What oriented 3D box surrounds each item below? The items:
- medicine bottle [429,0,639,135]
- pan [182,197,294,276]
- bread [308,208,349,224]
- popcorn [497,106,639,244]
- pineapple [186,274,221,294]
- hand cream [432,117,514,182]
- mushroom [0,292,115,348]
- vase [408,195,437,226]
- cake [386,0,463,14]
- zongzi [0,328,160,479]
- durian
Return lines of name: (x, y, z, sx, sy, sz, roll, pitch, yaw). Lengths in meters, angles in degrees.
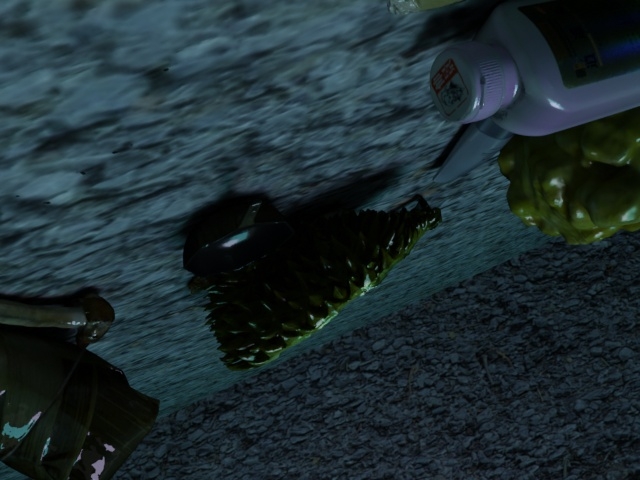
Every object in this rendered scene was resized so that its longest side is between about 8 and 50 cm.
medicine bottle: (0.200, -0.155, 0.520, 0.219, 0.115, 0.078, -18, 165, -22)
pan: (-0.079, -0.022, 0.663, 0.128, 0.048, 0.202, -14, 163, -41)
bread: (0.000, 0.000, 0.880, 0.126, 0.044, 0.129, 10, 144, -44)
popcorn: (0.361, -0.109, 0.728, 0.242, 0.234, 0.250, -56, 179, 1)
pineapple: (-0.164, 0.058, 0.865, 0.083, 0.019, 0.045, -27, 169, 19)
hand cream: (0.212, -0.134, 0.758, 0.079, 0.048, 0.255, -19, 168, -13)
mushroom: (-0.303, 0.085, 0.661, 0.060, 0.061, 0.187, -34, 159, 16)
vase: (0.110, -0.010, 0.995, 0.167, 0.059, 0.059, -30, 165, 19)
cake: (0.092, -0.174, 0.344, 0.121, 0.052, 0.065, -10, 163, 17)
zongzi: (-0.390, 0.157, 0.724, 0.289, 0.317, 0.154, 0, -129, 50)
durian: (-0.003, 0.071, 0.809, 0.394, 0.163, 0.198, -33, 143, 13)
